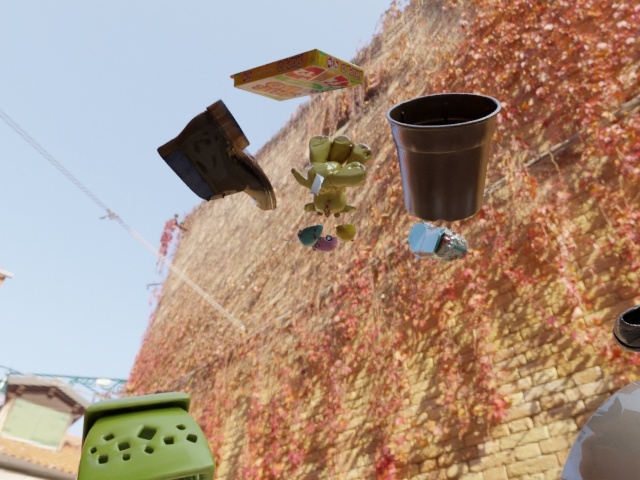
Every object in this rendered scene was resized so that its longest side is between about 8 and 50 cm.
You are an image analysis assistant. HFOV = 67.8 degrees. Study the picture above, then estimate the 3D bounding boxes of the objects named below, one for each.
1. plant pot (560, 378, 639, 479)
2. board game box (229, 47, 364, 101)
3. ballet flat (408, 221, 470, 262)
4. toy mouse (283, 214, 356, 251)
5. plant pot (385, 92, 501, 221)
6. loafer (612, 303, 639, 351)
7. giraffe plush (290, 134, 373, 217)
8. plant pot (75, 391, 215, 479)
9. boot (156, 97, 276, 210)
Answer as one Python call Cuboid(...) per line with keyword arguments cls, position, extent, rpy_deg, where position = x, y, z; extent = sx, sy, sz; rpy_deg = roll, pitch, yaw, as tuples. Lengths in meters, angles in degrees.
Cuboid(cls="plant pot", position=(0.364, 0.247, 0.321), extent=(0.257, 0.256, 0.274), rpy_deg=(15, -7, -14))
Cuboid(cls="board game box", position=(-0.055, -0.309, 0.912), extent=(0.124, 0.039, 0.260), rpy_deg=(3, 5, -45))
Cuboid(cls="ballet flat", position=(0.253, 0.011, 1.034), extent=(0.077, 0.241, 0.091), rpy_deg=(18, -83, -5))
Cuboid(cls="toy mouse", position=(0.000, 0.000, 0.912), extent=(0.143, 0.031, 0.161), rpy_deg=(-9, -15, 6))
Cuboid(cls="plant pot", position=(0.192, -0.127, 0.751), extent=(0.167, 0.167, 0.165), rpy_deg=(-4, -60, 7))
Cuboid(cls="loafer", position=(0.677, 0.124, 0.873), extent=(0.268, 0.096, 0.084), rpy_deg=(-27, -47, 11))
Cuboid(cls="giraffe plush", position=(0.031, -0.139, 1.203), extent=(0.182, 0.210, 0.170), rpy_deg=(26, -29, 20))
Cuboid(cls="plant pot", position=(-0.346, 0.430, 0.910), extent=(0.228, 0.207, 0.227), rpy_deg=(1, -57, -29))
Cuboid(cls="boot", position=(-0.139, -0.094, 0.681), extent=(0.106, 0.082, 0.219), rpy_deg=(-33, -35, -5))
